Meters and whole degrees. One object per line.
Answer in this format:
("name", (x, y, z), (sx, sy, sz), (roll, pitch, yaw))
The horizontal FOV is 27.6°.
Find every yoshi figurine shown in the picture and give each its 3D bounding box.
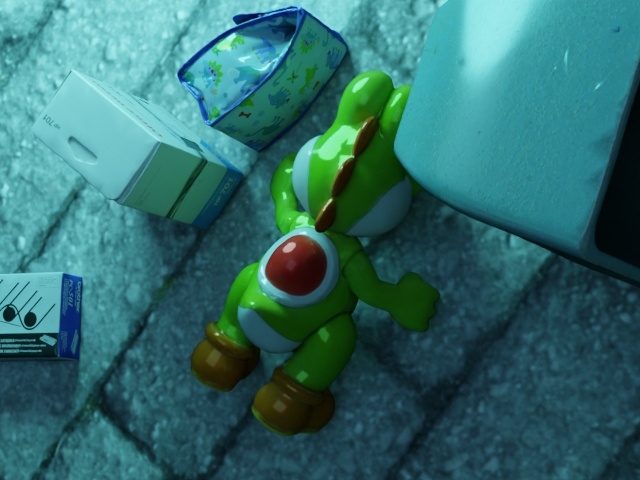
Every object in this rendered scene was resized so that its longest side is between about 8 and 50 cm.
("yoshi figurine", (0.018, 0.001, 1.310), (0.362, 0.203, 0.203), (-64, 26, 17))

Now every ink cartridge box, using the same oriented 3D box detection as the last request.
("ink cartridge box", (-0.373, 0.089, 1.488), (0.207, 0.046, 0.097), (-2, 80, 21))
("ink cartridge box", (-0.187, -0.091, 1.363), (0.139, 0.190, 0.082), (39, 97, 21))

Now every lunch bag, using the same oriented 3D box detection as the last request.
("lunch bag", (-0.053, -0.178, 1.358), (0.151, 0.129, 0.096), (-36, 72, 14))

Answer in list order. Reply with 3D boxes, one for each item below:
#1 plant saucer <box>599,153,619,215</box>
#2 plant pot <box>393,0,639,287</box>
("plant saucer", (0.311, -0.103, 1.254), (0.240, 0.037, 0.241), (-3, 81, 22))
("plant pot", (0.216, -0.106, 1.151), (0.252, 0.247, 0.248), (17, 88, 41))
